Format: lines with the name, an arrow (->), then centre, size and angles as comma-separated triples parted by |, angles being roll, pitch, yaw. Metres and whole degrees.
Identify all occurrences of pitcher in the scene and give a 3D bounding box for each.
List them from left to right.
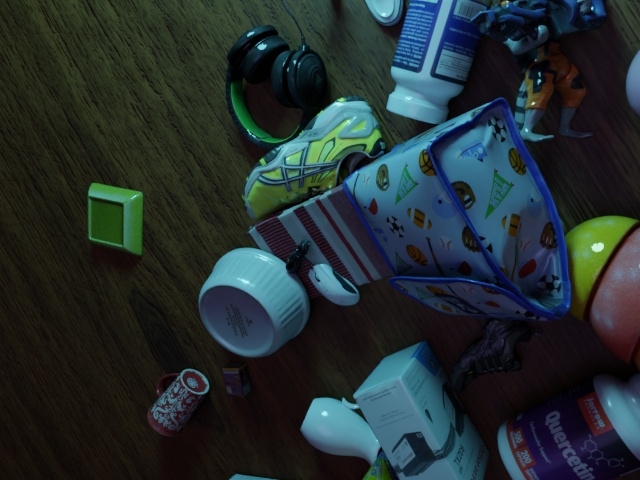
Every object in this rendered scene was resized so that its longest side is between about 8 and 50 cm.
pitcher -> 0.071, 0.446, 1.425 | 0.207, 0.125, 0.178 | 23, 95, 7

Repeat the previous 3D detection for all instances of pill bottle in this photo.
pill bottle -> 0.226, -0.373, 1.151 | 0.153, 0.153, 0.265 | 22, 109, 18
pill bottle -> 0.532, 0.387, 1.162 | 0.323, 0.181, 0.181 | -39, 84, 26

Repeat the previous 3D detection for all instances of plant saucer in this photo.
plant saucer -> -0.590, -0.056, 1.646 | 0.188, 0.045, 0.188 | 11, 105, 22

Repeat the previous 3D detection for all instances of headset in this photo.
headset -> -0.074, -0.398, 1.315 | 0.243, 0.185, 0.394 | 35, 128, 18

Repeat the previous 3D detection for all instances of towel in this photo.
towel -> 0.006, 0.016, 1.338 | 0.329, 0.037, 0.237 | -20, 111, 38

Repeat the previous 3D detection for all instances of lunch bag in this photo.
lunch bag -> 0.259, -0.015, 1.104 | 0.385, 0.239, 0.328 | 60, 157, -9

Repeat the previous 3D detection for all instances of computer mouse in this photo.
computer mouse -> 0.007, 0.089, 1.339 | 0.193, 0.042, 0.106 | 39, 133, -2

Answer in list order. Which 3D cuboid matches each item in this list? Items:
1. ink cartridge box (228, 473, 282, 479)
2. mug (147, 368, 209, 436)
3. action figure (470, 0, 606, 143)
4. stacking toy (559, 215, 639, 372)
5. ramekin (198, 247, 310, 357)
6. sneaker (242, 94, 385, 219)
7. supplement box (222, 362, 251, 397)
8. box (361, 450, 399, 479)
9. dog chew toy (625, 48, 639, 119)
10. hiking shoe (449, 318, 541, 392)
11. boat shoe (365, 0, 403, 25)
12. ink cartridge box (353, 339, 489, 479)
ink cartridge box -> -0.099, 0.808, 1.602 | 0.307, 0.072, 0.303 | -2, 99, 22
mug -> -0.407, 0.438, 1.636 | 0.150, 0.113, 0.169 | 41, 111, 9
action figure -> 0.364, -0.335, 1.052 | 0.178, 0.341, 0.330 | -9, 93, 60
stacking toy -> 0.550, 0.061, 1.058 | 0.480, 0.350, 0.350 | 34, 114, 32
ramekin -> -0.172, 0.163, 1.422 | 0.273, 0.127, 0.273 | 12, 123, 20
sneaker -> -0.026, -0.153, 1.308 | 0.384, 0.145, 0.147 | -39, 74, 27
supplement box -> -0.226, 0.376, 1.576 | 0.055, 0.043, 0.083 | -5, 98, 25
box -> 0.193, 0.698, 1.340 | 0.279, 0.177, 0.290 | 27, 112, -4
dog chew toy -> 0.663, -0.201, 0.976 | 0.206, 0.206, 0.332 | -28, 98, 26
hiking shoe -> 0.371, 0.259, 1.260 | 0.114, 0.086, 0.227 | 37, 113, 16
boat shoe -> 0.109, -0.559, 1.206 | 0.083, 0.076, 0.226 | -16, 94, 26
ink cartridge box -> 0.230, 0.409, 1.278 | 0.129, 0.223, 0.307 | -30, 88, 26
